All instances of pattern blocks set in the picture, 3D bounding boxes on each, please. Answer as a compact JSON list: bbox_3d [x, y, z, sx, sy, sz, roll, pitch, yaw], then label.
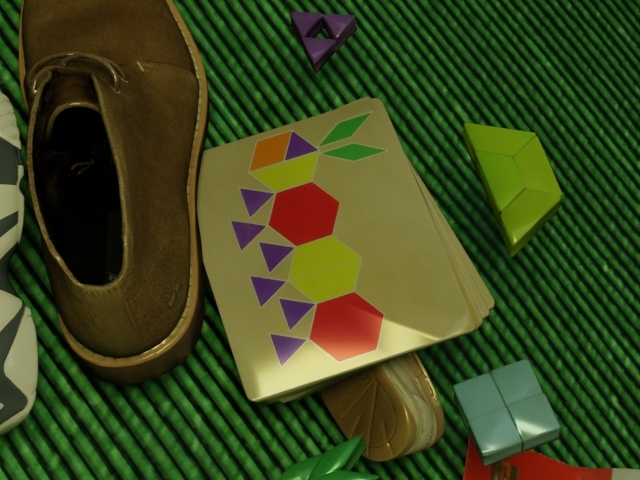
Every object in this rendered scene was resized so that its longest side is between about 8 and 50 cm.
[{"bbox_3d":[0.000,0.000,0.860,0.285,0.026,0.325,-11,60,-1],"label":"pattern blocks set"}]

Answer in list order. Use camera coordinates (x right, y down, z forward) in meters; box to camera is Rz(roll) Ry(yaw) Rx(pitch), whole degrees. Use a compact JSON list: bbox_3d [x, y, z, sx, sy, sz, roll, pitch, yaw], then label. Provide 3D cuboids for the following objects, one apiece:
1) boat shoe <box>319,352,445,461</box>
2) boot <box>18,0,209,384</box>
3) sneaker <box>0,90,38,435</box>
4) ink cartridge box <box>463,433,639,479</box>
[{"bbox_3d":[0.019,0.060,0.889,0.059,0.063,0.170,8,46,-50],"label":"boat shoe"},{"bbox_3d":[-0.124,-0.079,0.836,0.112,0.115,0.305,-13,58,1],"label":"boot"},{"bbox_3d":[-0.241,-0.007,0.769,0.153,0.094,0.235,4,69,-35],"label":"sneaker"},{"bbox_3d":[0.192,0.222,0.876,0.232,0.066,0.189,25,53,-17],"label":"ink cartridge box"}]
